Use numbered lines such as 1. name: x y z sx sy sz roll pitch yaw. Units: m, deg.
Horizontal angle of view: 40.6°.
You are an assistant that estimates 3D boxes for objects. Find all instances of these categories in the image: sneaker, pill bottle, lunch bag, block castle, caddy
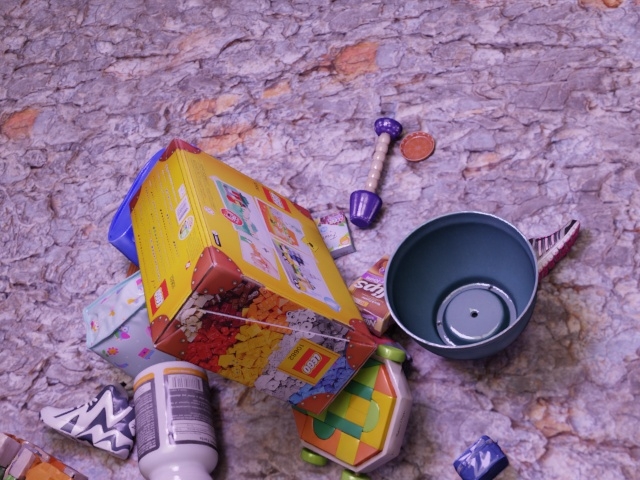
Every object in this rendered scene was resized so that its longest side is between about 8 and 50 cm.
1. sneaker: 0.463 0.011 1.786 0.170 0.063 0.075 -46 61 -5
2. pill bottle: -0.296 0.402 1.775 0.162 0.162 0.278 -19 55 9
3. sneaker: -0.496 0.372 1.913 0.235 0.094 0.153 12 64 27
4. lunch bag: -0.339 0.171 1.867 0.262 0.223 0.160 -36 39 9
5. block castle: -0.583 0.534 1.718 0.453 0.303 0.213 19 69 30
6. caddy: -0.337 -0.063 2.037 0.241 0.179 0.341 -1 57 48
7. lunch bag: 0.297 0.407 1.603 0.098 0.067 0.065 -40 55 -8

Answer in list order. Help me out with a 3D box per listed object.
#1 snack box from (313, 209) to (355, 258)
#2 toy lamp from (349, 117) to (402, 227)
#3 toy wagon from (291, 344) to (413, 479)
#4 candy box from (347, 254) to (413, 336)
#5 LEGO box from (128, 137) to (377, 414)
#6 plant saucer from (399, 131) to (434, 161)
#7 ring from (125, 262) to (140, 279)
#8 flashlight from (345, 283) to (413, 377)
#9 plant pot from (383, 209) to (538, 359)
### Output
1. snack box: 0.000 0.000 1.987 0.141 0.037 0.100 -20 56 9
2. toy lamp: 0.124 -0.157 2.013 0.080 0.080 0.275 4 59 23
3. toy wagon: 0.029 0.313 1.700 0.344 0.068 0.267 14 88 45
4. candy box: 0.129 0.112 1.797 0.109 0.053 0.186 28 42 22
5. LEGO box: -0.151 0.055 1.700 0.193 0.372 0.500 -51 31 17
6. plant saucer: 0.230 -0.221 2.050 0.083 0.013 0.084 -10 57 16
7. ring: -0.321 0.071 2.071 0.336 0.032 0.337 -10 57 16
8. flashlight: 0.064 0.186 1.818 0.103 0.103 0.304 -24 46 -26
9. plant pot: 0.290 0.116 1.706 0.293 0.196 0.293 -10 56 15
